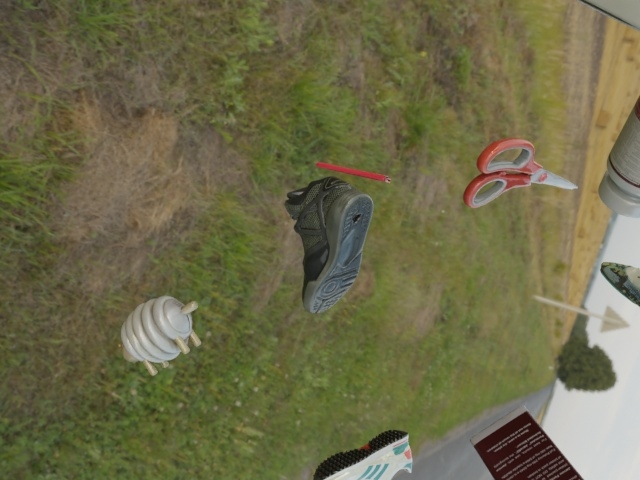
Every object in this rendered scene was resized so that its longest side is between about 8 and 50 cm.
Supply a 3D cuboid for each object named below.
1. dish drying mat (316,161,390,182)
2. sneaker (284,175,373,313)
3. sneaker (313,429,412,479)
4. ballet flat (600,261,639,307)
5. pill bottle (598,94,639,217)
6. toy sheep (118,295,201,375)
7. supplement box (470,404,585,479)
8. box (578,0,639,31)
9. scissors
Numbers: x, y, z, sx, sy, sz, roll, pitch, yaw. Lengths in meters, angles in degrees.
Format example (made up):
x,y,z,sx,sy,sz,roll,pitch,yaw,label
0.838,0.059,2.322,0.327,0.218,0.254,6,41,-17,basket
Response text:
x,y,z,sx,sy,sz,roll,pitch,yaw,label
0.038,-0.079,0.727,0.032,0.083,0.008,-7,110,-71,dish drying mat
0.000,0.000,0.978,0.087,0.130,0.228,-14,131,-34,sneaker
0.069,0.341,0.921,0.161,0.057,0.075,-17,94,-26,sneaker
0.537,0.089,1.006,0.070,0.188,0.070,-30,153,-17,ballet flat
0.534,-0.145,1.001,0.121,0.121,0.221,-54,159,-35,pill bottle
-0.206,0.117,0.814,0.132,0.091,0.091,-34,161,14,toy sheep
0.238,0.277,0.575,0.073,0.239,0.130,-34,111,2,supplement box
0.291,-0.229,0.437,0.275,0.094,0.113,-22,142,-29,box
0.311,-0.100,0.891,0.297,0.021,0.109,-8,134,-36,scissors
